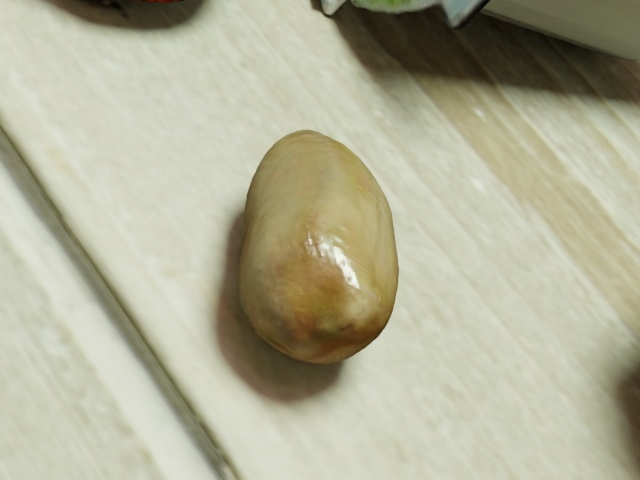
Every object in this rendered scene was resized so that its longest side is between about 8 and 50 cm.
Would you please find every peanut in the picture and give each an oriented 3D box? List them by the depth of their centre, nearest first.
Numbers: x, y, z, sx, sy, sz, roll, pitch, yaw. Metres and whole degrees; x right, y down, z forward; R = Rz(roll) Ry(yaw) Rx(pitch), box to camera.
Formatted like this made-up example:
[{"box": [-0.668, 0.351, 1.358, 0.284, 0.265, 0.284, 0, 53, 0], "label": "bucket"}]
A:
[{"box": [0.000, 0.000, 0.883, 0.076, 0.076, 0.152, 18, 35, -13], "label": "peanut"}]

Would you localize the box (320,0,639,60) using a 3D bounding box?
[{"box": [0.133, -0.215, 1.111, 0.206, 0.291, 0.262, 19, 80, -34], "label": "box"}]
